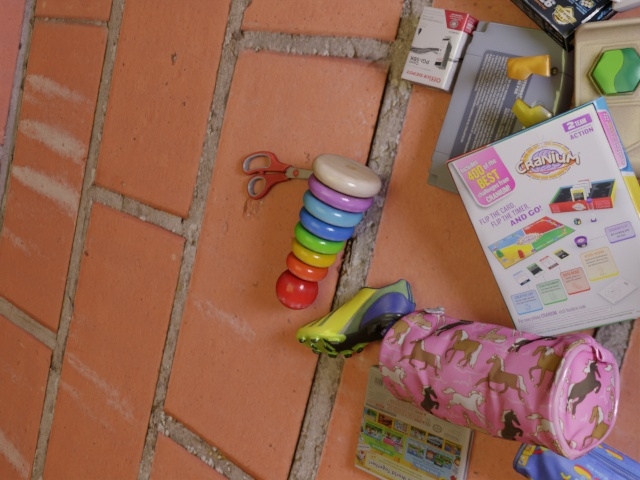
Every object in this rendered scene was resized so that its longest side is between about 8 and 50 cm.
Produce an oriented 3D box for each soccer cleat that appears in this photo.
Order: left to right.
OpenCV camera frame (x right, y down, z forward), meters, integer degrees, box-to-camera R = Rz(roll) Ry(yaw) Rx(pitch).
[{"bbox_3d":[0.069,0.152,1.308,0.289,0.093,0.121,-23,44,41],"label":"soccer cleat"}]

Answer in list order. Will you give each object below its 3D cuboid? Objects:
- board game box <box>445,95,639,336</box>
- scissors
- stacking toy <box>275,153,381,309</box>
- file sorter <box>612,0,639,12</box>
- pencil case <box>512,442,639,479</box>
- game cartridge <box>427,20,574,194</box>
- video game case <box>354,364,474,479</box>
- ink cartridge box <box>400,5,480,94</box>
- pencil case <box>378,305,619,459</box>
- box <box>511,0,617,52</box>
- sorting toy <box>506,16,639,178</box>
[{"bbox_3d":[0.362,-0.022,1.007,0.242,0.064,0.316,-20,94,37],"label":"board game box"},{"bbox_3d":[-0.065,-0.157,1.453,0.297,0.021,0.108,-7,82,41],"label":"scissors"},{"bbox_3d":[0.000,0.000,1.337,0.141,0.141,0.330,39,119,34],"label":"stacking toy"},{"bbox_3d":[0.422,-0.474,0.848,0.193,0.173,0.277,4,86,63],"label":"file sorter"},{"bbox_3d":[0.434,0.365,0.959,0.306,0.119,0.133,30,133,36],"label":"pencil case"},{"bbox_3d":[0.309,-0.208,1.128,0.198,0.062,0.297,25,104,33],"label":"game cartridge"},{"bbox_3d":[0.173,0.362,1.238,0.227,0.026,0.206,12,96,38],"label":"video game case"},{"bbox_3d":[0.216,-0.342,1.204,0.099,0.056,0.135,25,104,36],"label":"ink cartridge box"},{"bbox_3d":[0.260,0.204,1.027,0.386,0.160,0.167,5,116,56],"label":"pencil case"},{"bbox_3d":[0.382,-0.427,1.040,0.175,0.051,0.220,-40,63,9],"label":"box"},{"bbox_3d":[0.427,-0.200,0.963,0.307,0.041,0.228,2,105,27],"label":"sorting toy"}]
